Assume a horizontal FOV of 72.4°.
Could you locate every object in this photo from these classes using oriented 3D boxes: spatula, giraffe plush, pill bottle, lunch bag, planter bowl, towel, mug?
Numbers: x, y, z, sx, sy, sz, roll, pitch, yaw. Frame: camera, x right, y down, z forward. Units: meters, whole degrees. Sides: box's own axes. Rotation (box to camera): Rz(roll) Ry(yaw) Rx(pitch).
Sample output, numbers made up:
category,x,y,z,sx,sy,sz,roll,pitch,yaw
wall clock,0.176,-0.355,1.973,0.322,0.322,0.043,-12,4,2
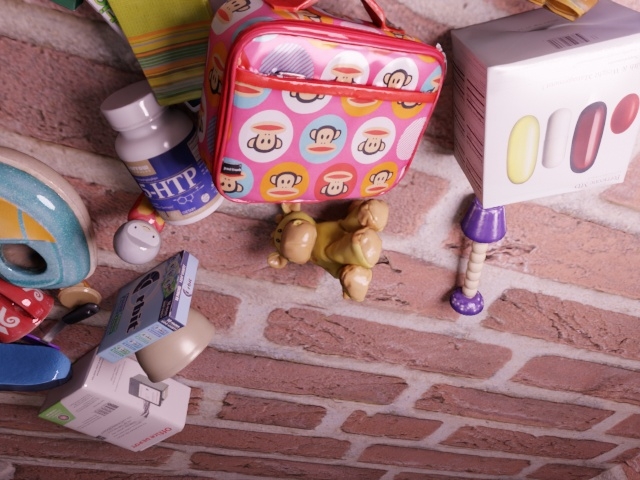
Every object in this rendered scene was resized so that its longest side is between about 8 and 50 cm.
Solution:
category,x,y,z,sx,sy,sz,roll,pitch,yaw
spatula,-0.543,0.182,0.913,0.296,0.030,0.084,-29,127,29
giraffe plush,0.000,0.000,0.745,0.170,0.181,0.210,16,164,-5
pill bottle,-0.222,-0.123,0.625,0.112,0.112,0.187,-14,131,9
lunch bag,0.005,-0.177,0.544,0.293,0.120,0.258,-6,134,-29
planter bowl,-0.311,0.188,0.885,0.162,0.162,0.109,-29,108,21
towel,-0.173,-0.256,0.463,0.102,0.021,0.237,-16,139,0
mug,-0.582,0.085,0.796,0.150,0.113,0.169,-19,126,11

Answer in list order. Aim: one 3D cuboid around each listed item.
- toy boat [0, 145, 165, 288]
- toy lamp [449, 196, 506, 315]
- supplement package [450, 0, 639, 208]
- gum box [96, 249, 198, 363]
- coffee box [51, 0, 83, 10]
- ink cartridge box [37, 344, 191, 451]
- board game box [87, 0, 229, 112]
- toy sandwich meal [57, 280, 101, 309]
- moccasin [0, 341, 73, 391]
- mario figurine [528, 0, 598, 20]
category,x,y,z,sx,sy,sz,roll,pitch,yaw
toy boat,-0.401,-0.018,0.683,0.318,0.148,0.267,-4,132,0
toy lamp,0.294,0.031,0.828,0.080,0.080,0.275,-4,134,0
supplement package,0.291,-0.180,0.585,0.194,0.149,0.203,-12,131,6
gum box,-0.316,0.121,0.809,0.184,0.157,0.041,-29,128,20
coffee box,-0.296,-0.356,0.454,0.113,0.040,0.184,17,129,-22
ink cartridge box,-0.493,0.397,1.075,0.198,0.115,0.273,-32,126,23
board game box,-0.165,-0.306,0.467,0.193,0.053,0.305,-27,137,15
toy sandwich meal,-0.481,0.107,0.874,0.085,0.029,0.085,-9,141,-7
moccasin,-0.713,0.276,0.927,0.342,0.138,0.117,14,146,-4
mario figurine,0.327,-0.363,0.388,0.170,0.198,0.320,12,124,-19
